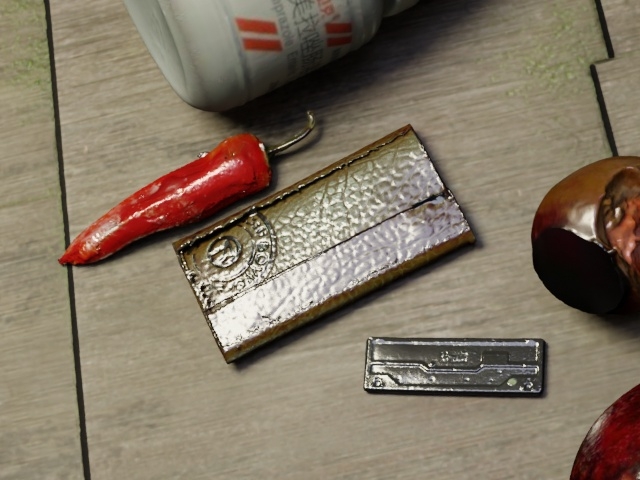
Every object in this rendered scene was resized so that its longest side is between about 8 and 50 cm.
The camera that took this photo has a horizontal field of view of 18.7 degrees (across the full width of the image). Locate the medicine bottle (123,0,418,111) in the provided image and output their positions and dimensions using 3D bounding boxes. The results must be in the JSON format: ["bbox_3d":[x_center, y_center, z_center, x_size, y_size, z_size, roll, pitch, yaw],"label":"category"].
[{"bbox_3d":[-0.024,-0.277,1.712,0.306,0.245,0.245,-27,65,-10],"label":"medicine bottle"}]

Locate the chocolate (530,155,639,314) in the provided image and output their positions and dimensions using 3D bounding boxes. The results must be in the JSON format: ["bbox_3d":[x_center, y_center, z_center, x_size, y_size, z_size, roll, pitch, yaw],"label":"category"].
[{"bbox_3d":[0.250,-0.009,1.619,0.133,0.124,0.127,-29,58,-37],"label":"chocolate"}]

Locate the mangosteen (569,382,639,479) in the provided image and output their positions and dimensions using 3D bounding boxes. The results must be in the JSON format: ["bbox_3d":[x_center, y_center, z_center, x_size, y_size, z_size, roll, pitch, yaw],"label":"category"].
[{"bbox_3d":[0.276,0.228,1.477,0.261,0.235,0.236,-44,57,39],"label":"mangosteen"}]

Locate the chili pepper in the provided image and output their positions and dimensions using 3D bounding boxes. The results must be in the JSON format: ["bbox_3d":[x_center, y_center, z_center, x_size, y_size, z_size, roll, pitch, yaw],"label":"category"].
[{"bbox_3d":[-0.120,-0.044,1.742,0.268,0.050,0.059,-26,81,0],"label":"chili pepper"}]

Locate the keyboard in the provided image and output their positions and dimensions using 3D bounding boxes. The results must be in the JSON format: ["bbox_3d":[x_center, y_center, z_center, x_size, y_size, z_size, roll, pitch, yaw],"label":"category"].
[{"bbox_3d":[0.113,0.106,1.652,0.155,0.010,0.053,1,67,12],"label":"keyboard"}]

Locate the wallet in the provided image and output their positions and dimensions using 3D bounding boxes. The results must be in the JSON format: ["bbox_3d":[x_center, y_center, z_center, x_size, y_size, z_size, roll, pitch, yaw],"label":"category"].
[{"bbox_3d":[0.000,0.000,1.704,0.243,0.039,0.133,-26,64,0],"label":"wallet"}]
